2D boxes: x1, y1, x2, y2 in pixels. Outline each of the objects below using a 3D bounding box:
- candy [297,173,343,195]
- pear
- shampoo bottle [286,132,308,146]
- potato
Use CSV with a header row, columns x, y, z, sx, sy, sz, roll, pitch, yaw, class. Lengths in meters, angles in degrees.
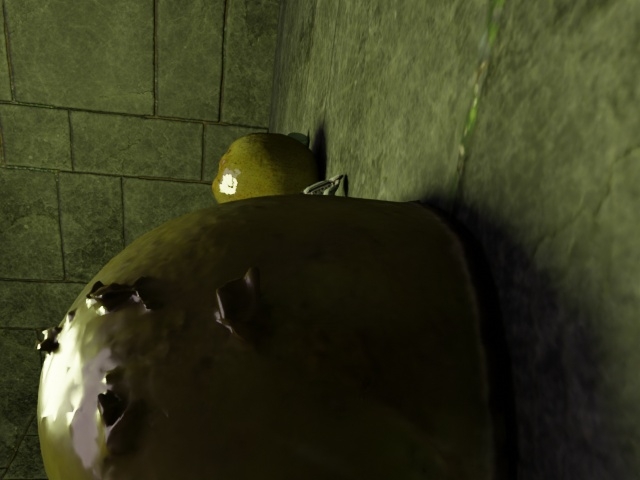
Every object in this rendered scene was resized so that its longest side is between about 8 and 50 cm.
x,y,z,sx,sy,sz,roll,pitch,yaw,class
0.000,0.000,0.772,0.051,0.094,0.226,73,-160,-63,candy
-0.114,-0.124,1.076,0.228,0.212,0.188,141,133,-75,pear
-0.069,-0.168,1.289,0.056,0.056,0.195,-100,17,-53,shampoo bottle
-0.073,0.145,0.489,0.442,0.320,0.384,162,112,-82,potato
